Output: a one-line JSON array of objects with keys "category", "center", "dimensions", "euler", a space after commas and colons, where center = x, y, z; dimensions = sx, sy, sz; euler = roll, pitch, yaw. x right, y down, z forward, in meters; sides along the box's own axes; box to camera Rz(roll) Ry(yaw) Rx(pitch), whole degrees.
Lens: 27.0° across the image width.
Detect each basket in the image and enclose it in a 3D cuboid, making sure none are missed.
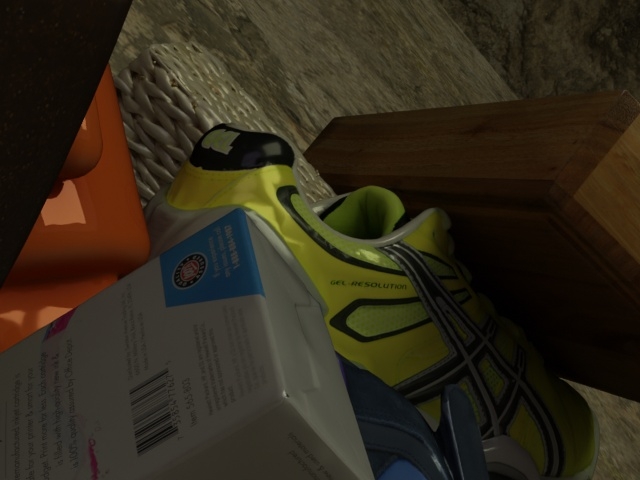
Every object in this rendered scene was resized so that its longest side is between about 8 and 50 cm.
[{"category": "basket", "center": [-0.075, -0.035, 0.828], "dimensions": [0.167, 0.103, 0.113], "euler": [47, 16, 2]}]

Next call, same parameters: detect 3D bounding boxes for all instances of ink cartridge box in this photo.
[{"category": "ink cartridge box", "center": [-0.080, 0.081, 0.462], "dimensions": [0.061, 0.181, 0.104], "euler": [52, 12, -35]}]

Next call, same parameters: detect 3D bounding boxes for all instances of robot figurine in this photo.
[{"category": "robot figurine", "center": [-0.149, -0.042, 0.575], "dimensions": [0.158, 0.128, 0.219], "euler": [90, -14, -80]}]

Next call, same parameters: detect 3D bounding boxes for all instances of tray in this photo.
[{"category": "tray", "center": [0.126, 0.009, 0.841], "dimensions": [0.203, 0.076, 0.411], "euler": [42, -11, -16]}]

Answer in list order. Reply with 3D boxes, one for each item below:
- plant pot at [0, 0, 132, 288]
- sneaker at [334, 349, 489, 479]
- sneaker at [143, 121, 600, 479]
[{"category": "plant pot", "center": [-0.168, -0.030, 0.382], "dimensions": [0.215, 0.230, 0.215], "euler": [42, 18, -17]}, {"category": "sneaker", "center": [0.015, 0.192, 0.516], "dimensions": [0.236, 0.130, 0.323], "euler": [50, 25, -33]}, {"category": "sneaker", "center": [0.054, 0.056, 0.750], "dimensions": [0.145, 0.147, 0.384], "euler": [20, -2, 44]}]
